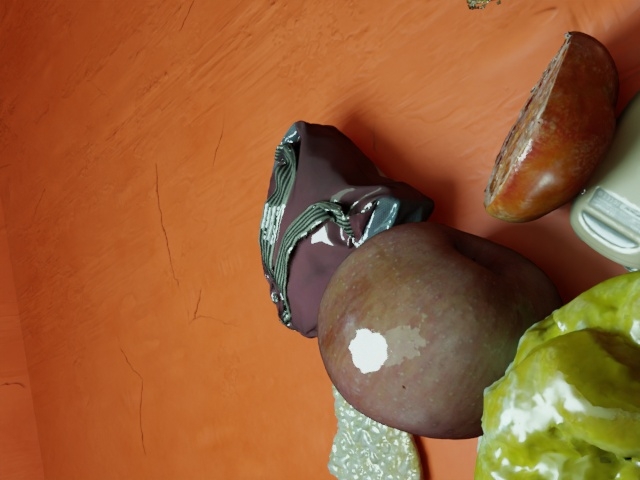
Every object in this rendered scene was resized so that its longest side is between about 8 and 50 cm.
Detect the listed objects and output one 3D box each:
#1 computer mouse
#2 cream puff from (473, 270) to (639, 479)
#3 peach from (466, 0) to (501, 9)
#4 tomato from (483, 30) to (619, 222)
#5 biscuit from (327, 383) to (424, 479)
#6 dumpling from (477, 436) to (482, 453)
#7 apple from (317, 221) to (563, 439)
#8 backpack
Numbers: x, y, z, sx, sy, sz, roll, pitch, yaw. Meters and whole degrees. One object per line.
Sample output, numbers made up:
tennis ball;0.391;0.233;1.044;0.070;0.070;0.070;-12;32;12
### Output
computer mouse;0.391;-0.079;0.780;0.145;0.082;0.236;40;119;37
cream puff;0.357;0.205;0.636;0.275;0.379;0.377;151;115;-80
peach;0.291;-0.413;0.873;0.279;0.068;0.189;-55;45;23
tomato;0.286;-0.125;0.816;0.095;0.237;0.236;23;110;4
biscuit;0.082;0.344;1.115;0.188;0.040;0.265;-42;61;36
dumpling;0.304;0.281;0.854;0.151;0.124;0.229;-46;42;-10
apple;0.152;0.108;0.862;0.306;0.306;0.234;41;120;36
backpack;0.000;0.000;1.082;0.283;0.197;0.317;47;123;41
